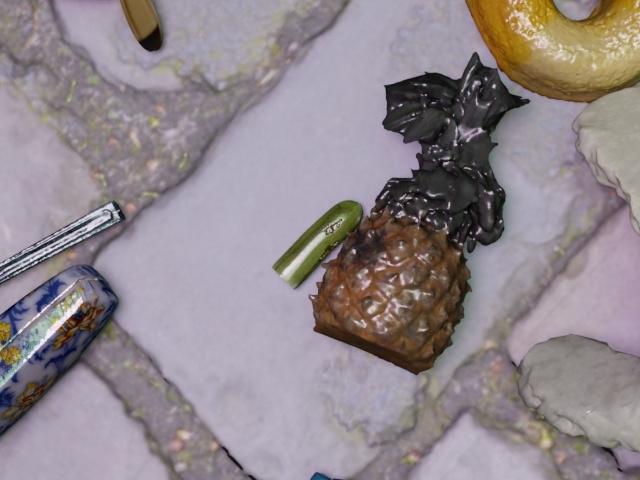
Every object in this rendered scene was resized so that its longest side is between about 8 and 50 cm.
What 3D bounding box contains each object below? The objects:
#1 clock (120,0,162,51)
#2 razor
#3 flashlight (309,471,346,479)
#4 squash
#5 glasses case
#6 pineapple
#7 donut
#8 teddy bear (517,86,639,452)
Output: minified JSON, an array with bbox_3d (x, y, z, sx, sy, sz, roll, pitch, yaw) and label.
[{"bbox_3d":[-0.173,-0.263,1.012,0.170,0.069,0.232,-39,86,0],"label":"clock"},{"bbox_3d":[-0.239,0.024,1.013,0.190,0.033,0.066,-29,85,0],"label":"razor"},{"bbox_3d":[0.048,0.212,0.977,0.129,0.051,0.051,29,88,9],"label":"flashlight"},{"bbox_3d":[0.000,0.000,1.003,0.027,0.027,0.083,44,89,5],"label":"squash"},{"bbox_3d":[-0.256,0.114,0.981,0.248,0.087,0.065,-42,81,0],"label":"glasses case"},{"bbox_3d":[0.079,-0.026,0.961,0.111,0.119,0.237,17,81,48],"label":"pineapple"},{"bbox_3d":[0.194,-0.203,0.983,0.174,0.074,0.190,-5,86,3],"label":"donut"},{"bbox_3d":[0.309,0.128,0.941,0.328,0.375,0.362,-5,127,3],"label":"teddy bear"}]
